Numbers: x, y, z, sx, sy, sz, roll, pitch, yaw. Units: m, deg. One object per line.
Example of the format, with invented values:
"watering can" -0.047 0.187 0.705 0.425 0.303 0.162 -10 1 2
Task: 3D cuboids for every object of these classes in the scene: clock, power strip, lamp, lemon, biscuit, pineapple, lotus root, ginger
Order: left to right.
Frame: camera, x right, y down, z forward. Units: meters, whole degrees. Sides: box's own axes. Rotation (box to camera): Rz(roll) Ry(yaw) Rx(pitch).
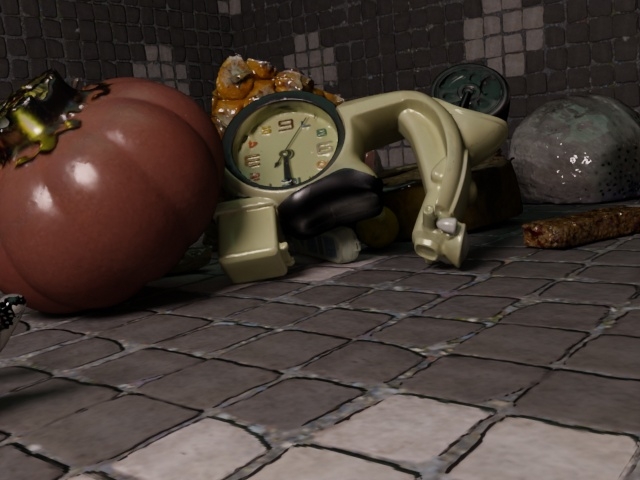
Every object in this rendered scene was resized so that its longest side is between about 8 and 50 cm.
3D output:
"lamp" -0.259 -0.068 0.775 0.305 0.239 0.305 -26 32 18
"ginger" -0.216 0.025 0.965 0.137 0.044 0.057 1 -7 28
"pineapple" -0.058 -0.099 1.110 0.209 0.286 0.344 16 -3 13
"power strip" 0.000 0.000 0.968 0.030 0.047 0.191 -16 13 -25
"clock" 0.058 -0.082 0.856 0.379 0.276 0.120 -8 -30 8
"lemon" 0.083 -0.020 0.998 0.062 0.062 0.083 -4 21 8
"lotus root" 0.162 -0.078 1.212 0.375 0.111 0.390 -4 12 20
"biscuit" 0.359 -0.019 0.915 0.199 0.034 0.064 -9 8 -27

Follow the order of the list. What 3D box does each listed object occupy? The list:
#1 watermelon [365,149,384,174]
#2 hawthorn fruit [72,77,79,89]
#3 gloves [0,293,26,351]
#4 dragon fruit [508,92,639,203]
"watermelon" 0.020 -0.173 1.427 0.241 0.154 0.094 16 10 -2
"hawthorn fruit" -0.429 -0.087 1.249 0.235 0.263 0.231 -31 -15 3
"gloves" -0.296 0.080 0.446 0.212 0.111 0.127 -8 -16 -1
"dragon fruit" 0.530 -0.183 1.335 0.283 0.204 0.221 -9 10 -18
